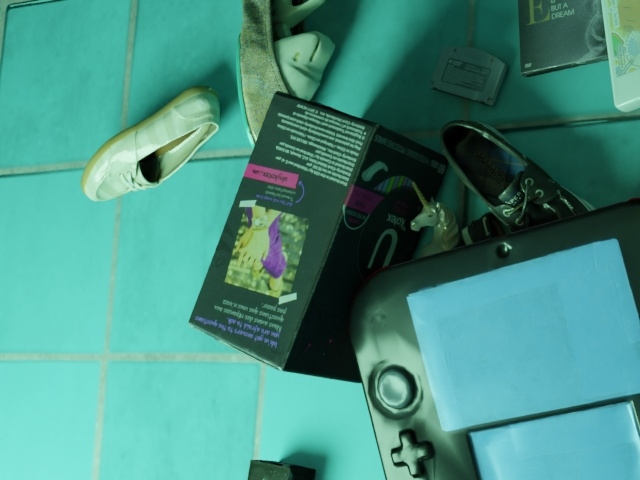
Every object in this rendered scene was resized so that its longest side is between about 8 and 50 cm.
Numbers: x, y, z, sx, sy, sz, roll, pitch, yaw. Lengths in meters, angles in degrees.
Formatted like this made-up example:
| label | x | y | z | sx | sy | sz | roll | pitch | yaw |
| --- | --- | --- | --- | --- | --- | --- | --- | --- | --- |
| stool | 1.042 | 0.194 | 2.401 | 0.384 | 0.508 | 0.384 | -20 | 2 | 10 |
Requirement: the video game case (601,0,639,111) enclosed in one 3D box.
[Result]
| label | x | y | z | sx | sy | sz | roll | pitch | yaw |
| --- | --- | --- | --- | --- | --- | --- | --- | --- | --- |
| video game case | 0.357 | -0.259 | 1.314 | 0.206 | 0.026 | 0.227 | -20 | 65 | 42 |

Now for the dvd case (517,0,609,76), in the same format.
| label | x | y | z | sx | sy | sz | roll | pitch | yaw |
| --- | --- | --- | --- | --- | --- | --- | --- | --- | --- |
| dvd case | 0.281 | -0.292 | 1.438 | 0.164 | 0.018 | 0.221 | -8 | 75 | 33 |

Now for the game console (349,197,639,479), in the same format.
| label | x | y | z | sx | sy | sz | roll | pitch | yaw |
| --- | --- | --- | --- | --- | --- | --- | --- | --- | --- |
| game console | 0.221 | 0.159 | 1.328 | 0.386 | 0.060 | 0.342 | -16 | 81 | 31 |

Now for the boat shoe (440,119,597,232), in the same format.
| label | x | y | z | sx | sy | sz | roll | pitch | yaw |
| --- | --- | --- | --- | --- | --- | --- | --- | --- | --- |
| boat shoe | 0.203 | -0.049 | 1.403 | 0.080 | 0.076 | 0.228 | -48 | 58 | 17 |

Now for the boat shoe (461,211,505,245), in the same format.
| label | x | y | z | sx | sy | sz | roll | pitch | yaw |
| --- | --- | --- | --- | --- | --- | --- | --- | --- | --- |
| boat shoe | 0.188 | 0.026 | 1.419 | 0.038 | 0.046 | 0.125 | -42 | 52 | 25 |

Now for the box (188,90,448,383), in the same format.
| label | x | y | z | sx | sy | sz | roll | pitch | yaw |
| --- | --- | --- | --- | --- | --- | --- | --- | --- | --- |
| box | 0.000 | 0.000 | 1.477 | 0.143 | 0.165 | 0.270 | 23 | 94 | 35 |

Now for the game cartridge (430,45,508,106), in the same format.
| label | x | y | z | sx | sy | sz | roll | pitch | yaw |
| --- | --- | --- | --- | --- | --- | --- | --- | --- | --- |
| game cartridge | 0.162 | -0.181 | 1.497 | 0.083 | 0.017 | 0.056 | 22 | 96 | 35 |

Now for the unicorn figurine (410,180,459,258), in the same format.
| label | x | y | z | sx | sy | sz | roll | pitch | yaw |
| --- | --- | --- | --- | --- | --- | --- | --- | --- | --- |
| unicorn figurine | 0.125 | 0.033 | 1.458 | 0.162 | 0.060 | 0.111 | 46 | 107 | 15 |

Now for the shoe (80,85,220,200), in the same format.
| label | x | y | z | sx | sy | sz | roll | pitch | yaw |
| --- | --- | --- | --- | --- | --- | --- | --- | --- | --- |
| shoe | -0.209 | -0.107 | 1.696 | 0.219 | 0.076 | 0.058 | -36 | 57 | 21 |

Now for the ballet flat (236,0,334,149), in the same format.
| label | x | y | z | sx | sy | sz | roll | pitch | yaw |
| --- | --- | --- | --- | --- | --- | --- | --- | --- | --- |
| ballet flat | -0.041 | -0.249 | 1.599 | 0.106 | 0.107 | 0.316 | -12 | 75 | 24 |

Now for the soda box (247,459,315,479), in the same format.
| label | x | y | z | sx | sy | sz | roll | pitch | yaw |
| --- | --- | --- | --- | --- | --- | --- | --- | --- | --- |
| soda box | -0.054 | 0.328 | 1.513 | 0.060 | 0.053 | 0.169 | 6 | 84 | 34 |
